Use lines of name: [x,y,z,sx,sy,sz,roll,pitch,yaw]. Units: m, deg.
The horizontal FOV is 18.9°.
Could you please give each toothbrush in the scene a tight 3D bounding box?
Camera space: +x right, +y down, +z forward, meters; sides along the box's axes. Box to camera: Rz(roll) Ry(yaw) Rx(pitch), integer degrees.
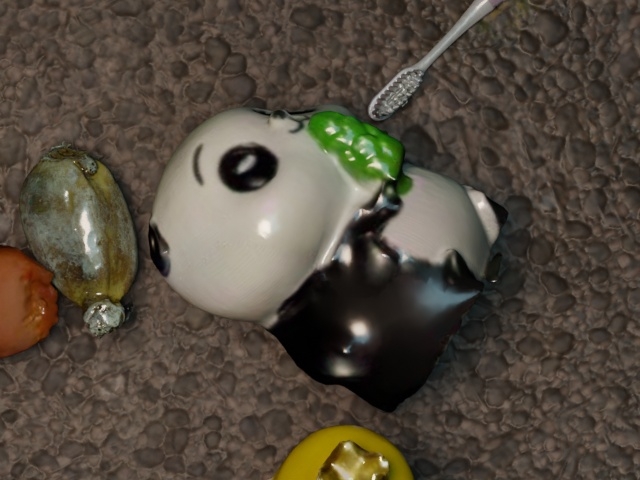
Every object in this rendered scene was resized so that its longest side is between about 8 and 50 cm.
toothbrush: [0.168,-0.228,1.622,0.354,0.029,0.024,-45,103,-6]

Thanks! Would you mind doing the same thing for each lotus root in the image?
lotus root: [-0.192,0.000,1.558,0.088,0.088,0.165,-19,83,-5]

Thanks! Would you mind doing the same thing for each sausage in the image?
sausage: [-0.383,0.066,1.536,0.349,0.094,0.097,-11,117,-4]

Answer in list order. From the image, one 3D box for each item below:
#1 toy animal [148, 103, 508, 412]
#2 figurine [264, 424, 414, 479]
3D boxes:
toy animal: [0.004,-0.006,1.511,0.267,0.212,0.212,35,85,-7]
figurine: [-0.009,0.226,1.479,0.185,0.234,0.127,-39,93,-5]
